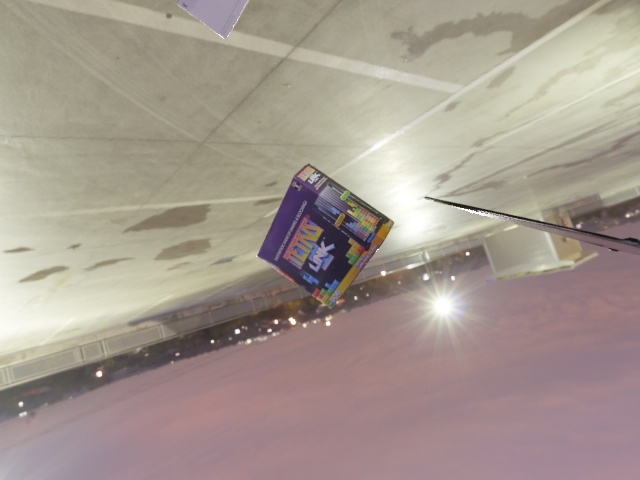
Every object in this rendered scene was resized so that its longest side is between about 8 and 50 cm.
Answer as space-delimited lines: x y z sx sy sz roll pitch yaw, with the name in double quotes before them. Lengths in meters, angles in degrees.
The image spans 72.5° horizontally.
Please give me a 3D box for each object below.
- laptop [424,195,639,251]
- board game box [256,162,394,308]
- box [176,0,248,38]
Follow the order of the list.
"laptop" 0.401 -0.074 0.431 0.381 0.236 0.408 10 133 -26
"board game box" 0.000 0.000 0.611 0.048 0.141 0.170 -54 176 -46
"box" -0.174 -0.435 0.755 0.102 0.087 0.101 31 141 -22
